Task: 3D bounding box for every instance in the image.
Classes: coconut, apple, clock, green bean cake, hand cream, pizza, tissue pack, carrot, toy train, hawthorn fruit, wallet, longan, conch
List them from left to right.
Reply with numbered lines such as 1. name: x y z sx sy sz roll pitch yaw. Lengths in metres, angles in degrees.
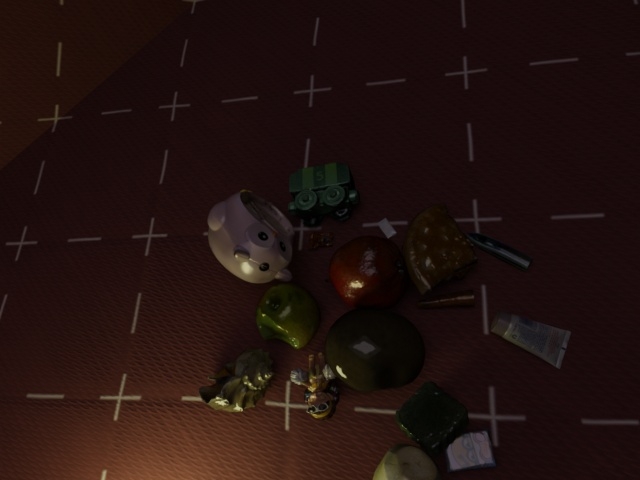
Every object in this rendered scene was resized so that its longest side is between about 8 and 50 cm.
1. conch: -0.299 0.525 1.782 0.324 0.263 0.186 -38 84 36
2. clock: -0.264 0.011 1.893 0.251 0.368 0.377 -49 34 17
3. apple: -0.127 0.278 1.826 0.246 0.226 0.246 -7 65 14
4. toy train: 0.009 -0.194 2.022 0.298 0.167 0.238 -9 61 10
5. hawthorn fruit: 0.152 0.125 1.803 0.330 0.287 0.287 -14 63 33
6. longan: 0.184 0.372 1.678 0.349 0.288 0.289 4 66 -15
7. wallet: 0.265 -0.049 1.974 0.044 0.011 0.083 -32 64 1
8. coconut: 0.265 0.758 1.541 0.202 0.222 0.202 11 32 -7
9. green bean cake: 0.361 0.579 1.605 0.185 0.094 0.183 -36 40 -20
10. pizza: 0.433 0.031 1.810 0.277 0.114 0.409 16 58 -7
11. carrot: 0.449 0.220 1.793 0.209 0.061 0.061 -9 66 15
12. tissue pack: 0.476 0.677 1.592 0.155 0.065 0.116 -11 66 9
13. toy train: 0.650 0.029 1.821 0.251 0.048 0.055 30 76 24
14. hand cream: 0.712 0.318 1.679 0.247 0.083 0.133 25 77 11

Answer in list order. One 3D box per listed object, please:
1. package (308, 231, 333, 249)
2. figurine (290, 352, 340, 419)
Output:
1. package: 0.000 -0.001 2.013 0.110 0.033 0.077 -5 77 18
2. figurine: -0.006 0.513 1.758 0.174 0.116 0.240 -15 59 10
